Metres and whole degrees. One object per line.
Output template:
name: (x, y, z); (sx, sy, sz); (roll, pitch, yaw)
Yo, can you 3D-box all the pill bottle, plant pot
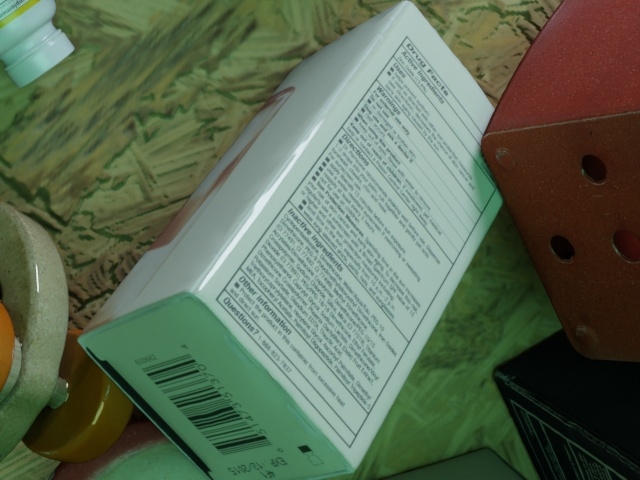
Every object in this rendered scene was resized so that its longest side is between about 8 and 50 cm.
pill bottle: (-0.218, -0.162, 0.830); (0.065, 0.065, 0.116); (-36, 108, -5)
plant pot: (0.270, -0.054, 0.834); (0.236, 0.267, 0.267); (-37, 109, -30)

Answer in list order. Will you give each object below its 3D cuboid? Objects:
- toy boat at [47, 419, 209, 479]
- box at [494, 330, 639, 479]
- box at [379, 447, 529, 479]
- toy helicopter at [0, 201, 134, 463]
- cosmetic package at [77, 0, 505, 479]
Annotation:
toy boat: (-0.120, 0.186, 0.887); (0.151, 0.151, 0.231); (-56, 150, 1)
box: (0.309, 0.212, 0.917); (0.183, 0.294, 0.296); (-29, 106, -10)
box: (0.119, 0.340, 0.983); (0.148, 0.121, 0.311); (-13, 103, -12)
toy helicopter: (-0.303, 0.111, 0.808); (0.355, 0.235, 0.140); (-44, 145, 11)
cosmetic package: (0.000, 0.000, 0.806); (0.153, 0.129, 0.296); (50, 49, -17)
